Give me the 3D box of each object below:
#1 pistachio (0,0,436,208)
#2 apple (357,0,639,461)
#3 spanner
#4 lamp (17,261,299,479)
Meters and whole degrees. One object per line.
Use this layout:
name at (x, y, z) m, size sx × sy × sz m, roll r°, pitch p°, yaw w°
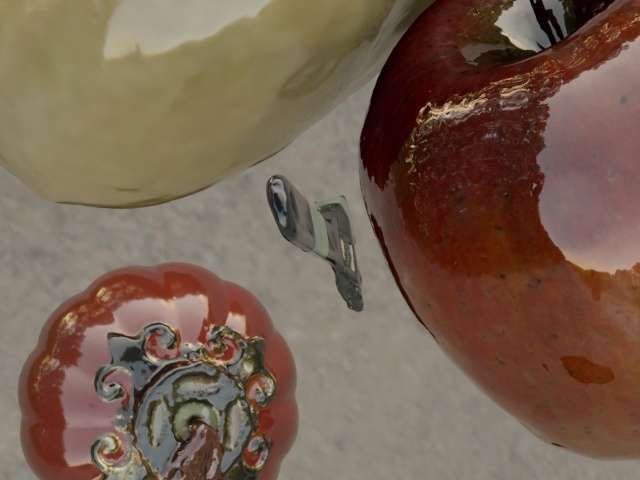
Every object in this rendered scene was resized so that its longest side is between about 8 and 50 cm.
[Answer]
pistachio at (-0.059, -0.115, 0.882) m, size 0.293 × 0.181 × 0.162 m, roll -37°, pitch 43°, yaw 37°
apple at (0.126, -0.024, 0.805) m, size 0.234 × 0.234 × 0.234 m, roll -6°, pitch 64°, yaw 13°
spanner at (0.000, 0.000, 1.218) m, size 0.024 × 0.316 × 0.087 m, roll -14°, pitch 83°, yaw 6°
lamp at (-0.123, 0.129, 1.443) m, size 0.227 × 0.227 × 0.227 m, roll -6°, pitch 64°, yaw 13°
